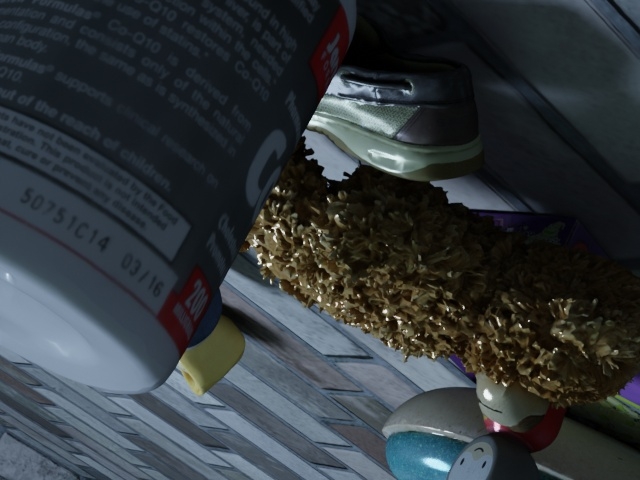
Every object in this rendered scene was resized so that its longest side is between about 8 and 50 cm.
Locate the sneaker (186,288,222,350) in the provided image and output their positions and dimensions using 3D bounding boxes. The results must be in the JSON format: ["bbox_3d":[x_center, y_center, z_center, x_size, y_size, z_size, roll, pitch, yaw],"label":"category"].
[{"bbox_3d":[-0.192,-0.008,1.174,0.148,0.131,0.350,6,150,51],"label":"sneaker"}]

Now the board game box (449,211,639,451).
[{"bbox_3d":[0.189,0.090,1.056,0.208,0.056,0.347,11,154,47],"label":"board game box"}]

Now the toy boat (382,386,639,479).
[{"bbox_3d":[0.157,0.193,1.063,0.268,0.148,0.318,20,158,20],"label":"toy boat"}]

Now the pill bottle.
[{"bbox_3d":[-0.081,-0.085,0.643,0.161,0.283,0.161,24,159,10],"label":"pill bottle"}]

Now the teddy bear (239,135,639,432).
[{"bbox_3d":[0.044,0.025,0.863,0.338,0.113,0.245,29,161,-4],"label":"teddy bear"}]

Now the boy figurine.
[{"bbox_3d":[-0.217,0.076,1.462,0.285,0.092,0.177,29,157,7],"label":"boy figurine"}]

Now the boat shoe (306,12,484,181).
[{"bbox_3d":[0.012,-0.102,0.793,0.223,0.080,0.073,30,124,42],"label":"boat shoe"}]
